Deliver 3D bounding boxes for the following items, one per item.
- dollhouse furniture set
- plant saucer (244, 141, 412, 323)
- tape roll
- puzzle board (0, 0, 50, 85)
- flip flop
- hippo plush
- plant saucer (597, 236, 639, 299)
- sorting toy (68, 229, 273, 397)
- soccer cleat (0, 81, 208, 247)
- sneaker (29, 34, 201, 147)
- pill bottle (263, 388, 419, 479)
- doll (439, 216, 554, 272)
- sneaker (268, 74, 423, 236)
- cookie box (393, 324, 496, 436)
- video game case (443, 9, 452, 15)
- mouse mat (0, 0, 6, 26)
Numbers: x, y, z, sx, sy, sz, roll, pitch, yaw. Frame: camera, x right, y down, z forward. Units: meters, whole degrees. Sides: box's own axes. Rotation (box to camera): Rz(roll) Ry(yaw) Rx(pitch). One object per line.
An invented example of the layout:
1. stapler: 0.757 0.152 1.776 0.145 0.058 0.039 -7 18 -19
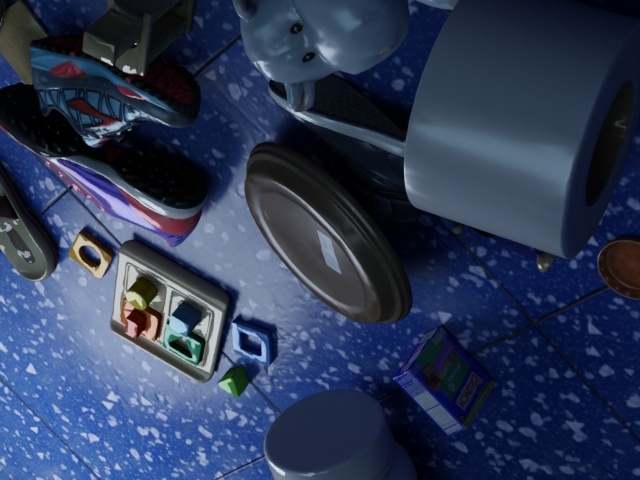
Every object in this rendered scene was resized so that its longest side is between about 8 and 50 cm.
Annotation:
1. dollhouse furniture set: -0.260 -0.265 1.704 0.161 0.182 0.101 27 137 13
2. plant saucer: 0.000 0.000 1.774 0.278 0.041 0.278 42 159 20
3. tape roll: 0.210 -0.120 1.453 0.169 0.246 0.246 21 135 21
4. puzzle board: -0.381 -0.250 1.931 0.096 0.011 0.128 -22 111 43
5. flip flop: -0.495 -0.042 2.135 0.112 0.080 0.277 -17 114 43
6. hippo plush: 0.002 -0.276 1.434 0.294 0.236 0.234 -6 122 38
7. plant saucer: 0.355 0.030 1.650 0.083 0.013 0.083 18 134 20
8. sorting toy: -0.229 0.111 2.104 0.347 0.047 0.196 29 137 12
9. soccer cleat: -0.301 -0.097 1.930 0.318 0.109 0.116 28 138 4
10. sneaker: -0.254 -0.173 1.826 0.262 0.104 0.125 22 118 31
11. pill bottle: 0.054 0.398 2.033 0.204 0.204 0.361 3 128 33
12. doll: 0.193 -0.036 1.651 0.189 0.046 0.129 27 139 -11
13. sneaker: 0.029 -0.096 1.717 0.226 0.086 0.163 26 134 13
14. cookie box: 0.159 0.179 1.857 0.107 0.092 0.040 46 141 -9
15. video game case: 0.152 -0.359 1.452 0.196 0.026 0.274 43 139 -4
16. mouse mat: -0.494 -0.301 1.958 0.152 0.007 0.190 41 137 7
